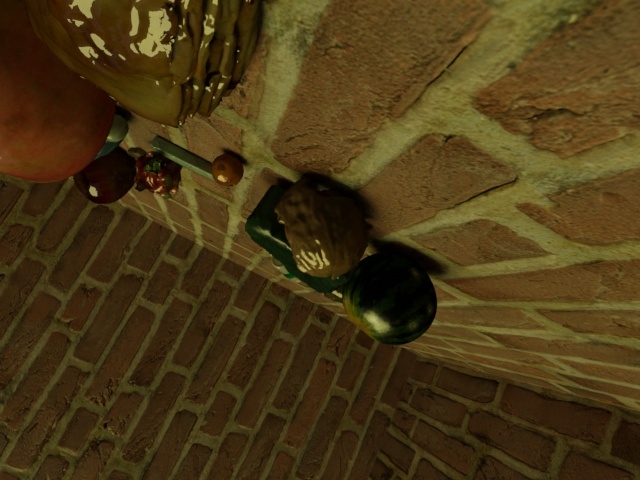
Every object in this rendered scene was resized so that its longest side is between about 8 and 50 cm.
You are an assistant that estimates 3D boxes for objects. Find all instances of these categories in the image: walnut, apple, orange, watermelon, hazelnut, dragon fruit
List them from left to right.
[{"bbox_3d":[-0.555,-0.285,0.780,0.364,0.363,0.364,25,167,6],"label":"apple"},{"bbox_3d":[-0.797,-0.252,1.633,0.217,0.217,0.251,23,143,11],"label":"hazelnut"},{"bbox_3d":[-0.493,-0.201,1.322,0.135,0.136,0.236,14,-173,-13],"label":"dragon fruit"},{"bbox_3d":[-0.234,-0.178,1.108,0.084,0.083,0.083,25,167,6],"label":"orange"},{"bbox_3d":[0.012,-0.028,0.992,0.238,0.203,0.141,29,152,-12],"label":"walnut"},{"bbox_3d":[0.188,0.155,1.222,0.269,0.268,0.269,25,167,6],"label":"watermelon"}]

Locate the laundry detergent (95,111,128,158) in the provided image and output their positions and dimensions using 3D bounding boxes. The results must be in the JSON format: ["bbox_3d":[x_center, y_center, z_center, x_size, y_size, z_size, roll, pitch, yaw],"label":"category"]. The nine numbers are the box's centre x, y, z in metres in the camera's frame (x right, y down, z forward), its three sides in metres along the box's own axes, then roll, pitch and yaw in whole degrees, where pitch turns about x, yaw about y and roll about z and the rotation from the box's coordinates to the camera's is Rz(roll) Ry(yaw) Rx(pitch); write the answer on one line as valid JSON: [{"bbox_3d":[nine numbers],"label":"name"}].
[{"bbox_3d":[-0.622,-0.299,1.242,0.290,0.143,0.094,2,145,51],"label":"laundry detergent"}]

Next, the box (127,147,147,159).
[{"bbox_3d":[-0.616,-0.291,1.497,0.083,0.024,0.053,11,160,44],"label":"box"}]

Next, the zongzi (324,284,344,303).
[{"bbox_3d":[0.088,0.168,1.752,0.261,0.122,0.289,11,157,33],"label":"zongzi"}]

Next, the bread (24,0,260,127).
[{"bbox_3d":[-0.228,-0.274,0.540,0.278,0.166,0.324,29,167,-11],"label":"bread"}]

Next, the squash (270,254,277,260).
[{"bbox_3d":[-0.013,0.029,1.418,0.252,0.093,0.169,20,-150,28],"label":"squash"}]

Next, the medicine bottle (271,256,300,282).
[{"bbox_3d":[-0.143,0.128,2.067,0.095,0.095,0.260,20,166,25],"label":"medicine bottle"}]

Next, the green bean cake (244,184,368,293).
[{"bbox_3d":[-0.046,-0.001,1.220,0.308,0.169,0.300,31,165,-3],"label":"green bean cake"}]

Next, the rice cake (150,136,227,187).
[{"bbox_3d":[-0.370,-0.224,1.260,0.246,0.042,0.045,28,164,-5],"label":"rice cake"}]
